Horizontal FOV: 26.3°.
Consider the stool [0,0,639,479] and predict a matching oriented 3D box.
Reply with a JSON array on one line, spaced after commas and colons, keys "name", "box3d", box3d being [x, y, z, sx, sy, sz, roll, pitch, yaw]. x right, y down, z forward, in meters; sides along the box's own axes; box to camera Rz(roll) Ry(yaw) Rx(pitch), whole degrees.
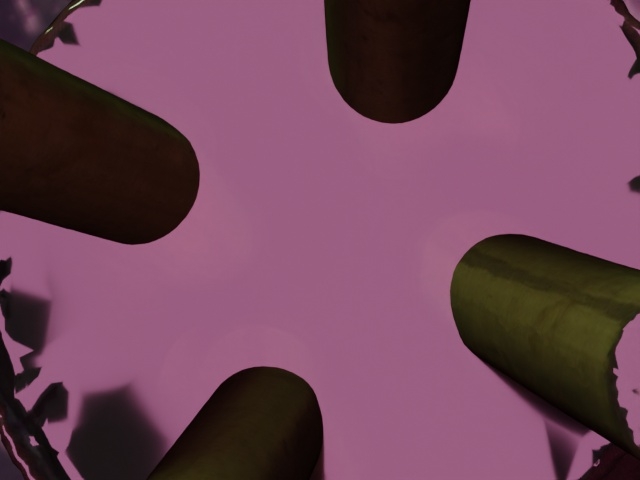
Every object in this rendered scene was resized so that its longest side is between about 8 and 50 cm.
[{"name": "stool", "box3d": [0.000, 0.000, 0.429, 0.272, 0.178, 0.272, 0, 87, 5]}]
